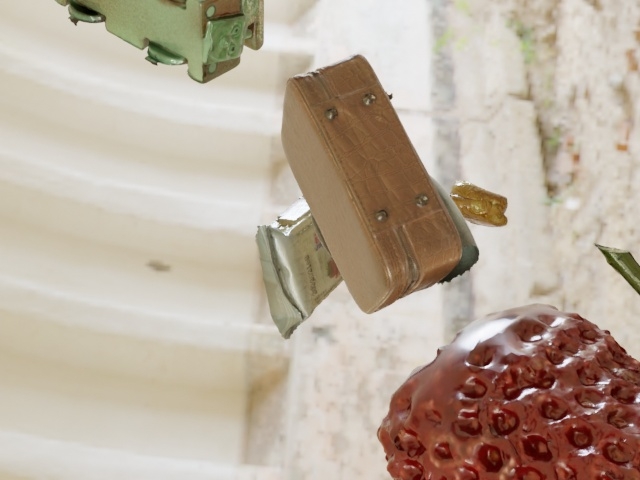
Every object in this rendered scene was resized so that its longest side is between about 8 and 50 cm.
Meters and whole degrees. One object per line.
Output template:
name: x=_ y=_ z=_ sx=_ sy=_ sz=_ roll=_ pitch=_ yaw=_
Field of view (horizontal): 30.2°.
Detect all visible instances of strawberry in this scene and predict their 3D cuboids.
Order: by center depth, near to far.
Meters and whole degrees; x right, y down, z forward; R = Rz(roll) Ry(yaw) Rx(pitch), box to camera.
strawberry: x=0.256 y=0.213 z=1.266 sx=0.345 sy=0.317 sz=0.295 roll=-7 pitch=80 yaw=62

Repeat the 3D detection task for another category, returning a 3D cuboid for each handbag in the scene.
handbag: x=0.034 y=-0.041 z=0.969 sx=0.193 sy=0.072 sz=0.151 roll=63 pitch=166 yaw=12

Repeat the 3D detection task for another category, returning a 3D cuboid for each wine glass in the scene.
wine glass: x=0.083 y=-0.053 z=1.116 sx=0.066 sy=0.066 sz=0.198 roll=98 pitch=150 yaw=-54

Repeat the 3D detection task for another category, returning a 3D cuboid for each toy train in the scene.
toy train: x=-0.210 y=-0.319 z=1.466 sx=0.159 sy=0.326 sz=0.129 roll=-34 pitch=-38 yaw=-38

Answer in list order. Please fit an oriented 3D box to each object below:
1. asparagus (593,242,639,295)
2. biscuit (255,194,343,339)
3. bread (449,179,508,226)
asparagus: x=0.390 y=0.083 z=1.325 sx=0.027 sy=0.236 sz=0.034 roll=-40 pitch=11 yaw=19
biscuit: x=-0.001 y=-0.005 z=1.733 sx=0.309 sy=0.079 sz=0.186 roll=-40 pitch=-52 yaw=-50
bread: x=0.191 y=-0.044 z=1.456 sx=0.081 sy=0.083 sz=0.046 roll=20 pitch=89 yaw=48
